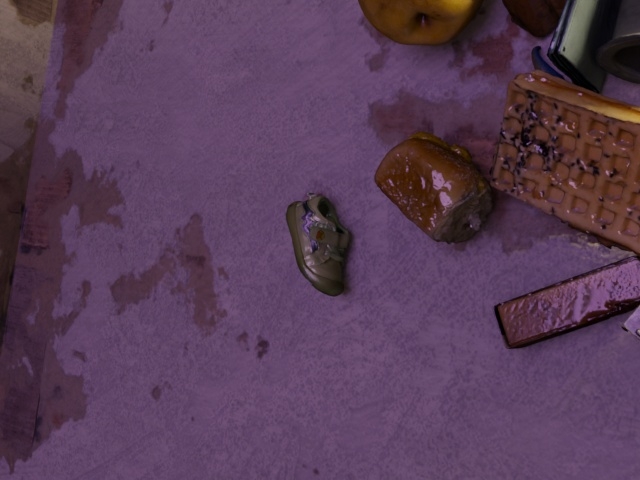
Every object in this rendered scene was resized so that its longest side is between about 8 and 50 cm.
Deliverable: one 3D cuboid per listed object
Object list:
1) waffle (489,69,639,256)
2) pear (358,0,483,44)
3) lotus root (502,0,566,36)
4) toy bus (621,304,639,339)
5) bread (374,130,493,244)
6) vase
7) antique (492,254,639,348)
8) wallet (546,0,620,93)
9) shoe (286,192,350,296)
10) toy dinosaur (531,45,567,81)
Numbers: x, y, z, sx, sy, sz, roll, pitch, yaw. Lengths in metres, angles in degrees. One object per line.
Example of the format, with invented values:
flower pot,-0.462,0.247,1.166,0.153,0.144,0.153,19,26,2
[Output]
waffle,0.510,-0.156,1.582,0.376,0.114,0.261,33,134,37
pear,0.218,-0.585,1.810,0.314,0.314,0.314,-6,80,34
lotus root,0.458,-0.538,1.709,0.188,0.180,0.199,-52,58,13
toy bus,0.689,0.212,1.464,0.301,0.139,0.113,44,109,23
bread,0.263,-0.114,1.772,0.246,0.195,0.176,49,117,28
vase,0.656,-0.459,1.530,0.245,0.245,0.291,9,84,36
antique,0.502,0.124,1.633,0.310,0.087,0.093,-25,72,29
wallet,0.514,-0.434,1.583,0.054,0.290,0.251,15,90,32
shoe,-0.006,0.004,1.974,0.128,0.140,0.262,-43,55,34
toy dinosaur,0.519,-0.308,1.714,0.188,0.075,0.248,-8,73,24
